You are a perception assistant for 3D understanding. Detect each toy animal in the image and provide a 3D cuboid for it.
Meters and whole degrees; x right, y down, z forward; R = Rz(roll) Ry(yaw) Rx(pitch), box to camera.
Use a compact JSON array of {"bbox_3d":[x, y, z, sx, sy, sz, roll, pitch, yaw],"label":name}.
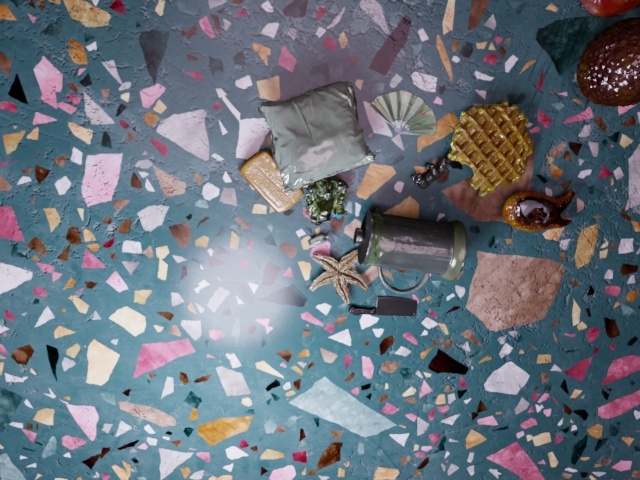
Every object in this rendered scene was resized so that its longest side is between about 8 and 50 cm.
[{"bbox_3d":[0.368,-0.225,1.625,0.136,0.047,0.065,-40,111,0],"label":"toy animal"}]

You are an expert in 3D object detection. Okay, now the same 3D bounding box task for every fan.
[{"bbox_3d":[0.270,-0.403,1.584,0.240,0.009,0.131,21,101,-11],"label":"fan"}]

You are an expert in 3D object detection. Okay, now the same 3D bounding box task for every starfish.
[{"bbox_3d":[0.072,0.110,1.691,0.241,0.043,0.227,-38,108,2],"label":"starfish"}]

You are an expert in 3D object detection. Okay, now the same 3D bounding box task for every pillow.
[{"bbox_3d":[-0.008,-0.322,1.497,0.310,0.138,0.283,-20,93,-6],"label":"pillow"}]

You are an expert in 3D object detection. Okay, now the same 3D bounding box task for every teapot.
[{"bbox_3d":[0.271,0.038,1.610,0.337,0.200,0.270,9,99,-6],"label":"teapot"}]

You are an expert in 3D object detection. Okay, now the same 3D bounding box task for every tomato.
[{"bbox_3d":[0.896,-0.790,1.491,0.228,0.101,0.227,-2,109,-6],"label":"tomato"}]

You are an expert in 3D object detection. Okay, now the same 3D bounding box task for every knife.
[{"bbox_3d":[0.221,0.232,1.757,0.246,0.019,0.072,2,102,-9],"label":"knife"}]

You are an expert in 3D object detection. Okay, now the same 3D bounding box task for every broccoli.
[{"bbox_3d":[0.019,-0.114,1.562,0.167,0.160,0.154,-17,126,18],"label":"broccoli"}]

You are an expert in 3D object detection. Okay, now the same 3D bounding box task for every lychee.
[{"bbox_3d":[0.908,-0.527,1.490,0.261,0.260,0.260,-2,106,-5],"label":"lychee"}]

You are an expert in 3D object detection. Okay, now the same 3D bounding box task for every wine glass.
[{"bbox_3d":[0.000,0.000,1.653,0.083,0.039,0.042,-22,95,3],"label":"wine glass"}]

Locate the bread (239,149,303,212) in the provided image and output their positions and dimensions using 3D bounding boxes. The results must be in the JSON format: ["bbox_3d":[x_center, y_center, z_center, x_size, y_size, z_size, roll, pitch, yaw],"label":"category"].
[{"bbox_3d":[-0.153,-0.187,1.566,0.116,0.077,0.200,-41,107,5],"label":"bread"}]

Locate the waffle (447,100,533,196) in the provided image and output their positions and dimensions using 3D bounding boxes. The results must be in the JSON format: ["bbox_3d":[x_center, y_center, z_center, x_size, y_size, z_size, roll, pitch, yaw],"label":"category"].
[{"bbox_3d":[0.550,-0.299,1.610,0.282,0.058,0.300,-23,110,-3],"label":"waffle"}]

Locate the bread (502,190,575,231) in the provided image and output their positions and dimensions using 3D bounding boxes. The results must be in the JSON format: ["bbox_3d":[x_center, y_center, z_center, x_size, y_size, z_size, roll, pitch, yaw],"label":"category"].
[{"bbox_3d":[0.732,-0.101,1.681,0.269,0.095,0.139,-3,109,-20],"label":"bread"}]
